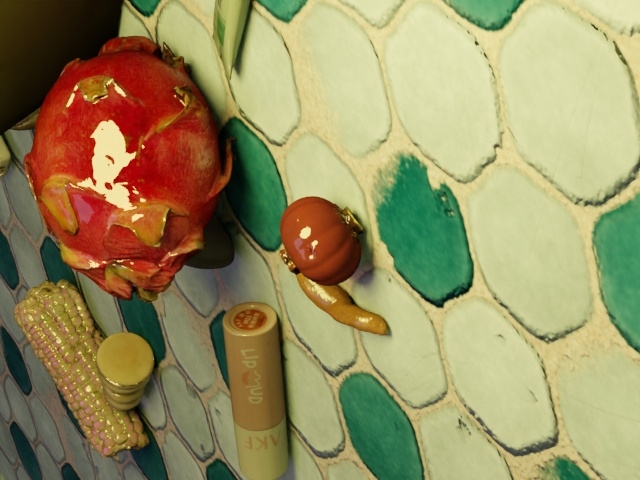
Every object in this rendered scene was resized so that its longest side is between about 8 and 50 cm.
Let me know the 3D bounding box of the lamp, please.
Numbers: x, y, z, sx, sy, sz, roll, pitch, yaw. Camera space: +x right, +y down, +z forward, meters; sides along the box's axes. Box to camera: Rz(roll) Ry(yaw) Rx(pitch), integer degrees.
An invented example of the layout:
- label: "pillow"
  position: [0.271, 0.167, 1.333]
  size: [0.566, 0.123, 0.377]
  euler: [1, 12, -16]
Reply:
- label: "lamp"
  position: [0.000, 0.000, 1.508]
  size: [0.101, 0.090, 0.101]
  euler: [57, -172, -12]

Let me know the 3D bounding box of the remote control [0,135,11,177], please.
- label: "remote control"
  position: [-0.607, -0.223, 2.526]
  size: [0.230, 0.049, 0.090]
  euler: [61, 153, 11]

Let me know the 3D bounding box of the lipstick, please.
- label: "lipstick"
  position: [-0.082, 0.200, 1.852]
  size: [0.070, 0.070, 0.254]
  euler: [39, 143, 43]

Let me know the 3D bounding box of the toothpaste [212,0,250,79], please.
- label: "toothpaste"
  position: [-0.095, -0.259, 1.533]
  size: [0.218, 0.041, 0.064]
  euler: [109, 144, -58]

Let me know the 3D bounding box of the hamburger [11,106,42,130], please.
- label: "hamburger"
  position: [-0.414, -0.218, 2.041]
  size: [0.185, 0.159, 0.131]
  euler: [-4, 112, 43]

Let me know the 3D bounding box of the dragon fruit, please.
- label: "dragon fruit"
  position: [-0.225, -0.097, 1.669]
  size: [0.250, 0.315, 0.250]
  euler: [19, 164, 5]

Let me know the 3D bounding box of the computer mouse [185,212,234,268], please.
- label: "computer mouse"
  position: [-0.197, -0.048, 1.821]
  size: [0.057, 0.120, 0.232]
  euler: [-48, 65, 27]

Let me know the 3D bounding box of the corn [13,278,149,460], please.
- label: "corn"
  position: [-0.408, 0.223, 2.456]
  size: [0.335, 0.127, 0.126]
  euler: [60, 154, 4]

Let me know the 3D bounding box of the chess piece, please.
- label: "chess piece"
  position: [-0.320, 0.226, 2.314]
  size: [0.094, 0.094, 0.170]
  euler: [56, 156, 20]

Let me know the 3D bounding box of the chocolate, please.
- label: "chocolate"
  position: [-0.441, -0.327, 1.757]
  size: [0.297, 0.326, 0.314]
  euler: [46, 151, 13]

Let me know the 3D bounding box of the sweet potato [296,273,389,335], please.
- label: "sweet potato"
  position: [0.013, 0.062, 1.596]
  size: [0.179, 0.044, 0.044]
  euler: [44, 147, 41]
